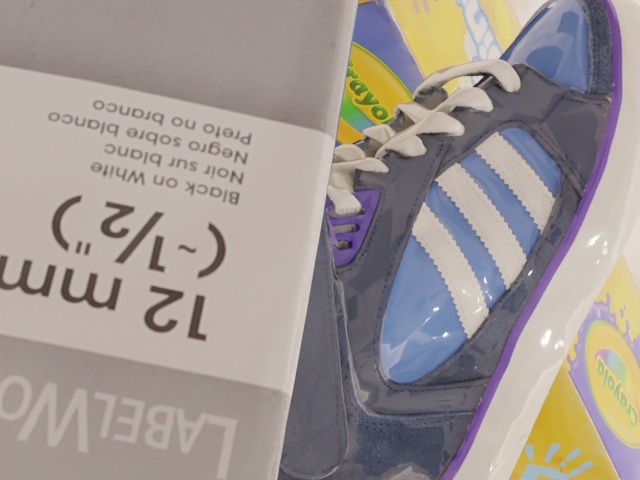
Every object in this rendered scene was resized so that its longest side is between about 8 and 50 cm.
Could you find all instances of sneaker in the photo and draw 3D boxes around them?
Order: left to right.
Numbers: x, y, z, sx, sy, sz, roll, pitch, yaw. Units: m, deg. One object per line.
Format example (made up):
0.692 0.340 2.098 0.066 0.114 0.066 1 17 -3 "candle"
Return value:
0.013 -0.028 0.779 0.236 0.130 0.322 29 74 -19 "sneaker"

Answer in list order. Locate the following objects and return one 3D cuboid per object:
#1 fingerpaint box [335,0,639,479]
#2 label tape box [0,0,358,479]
0.000 0.000 1.190 0.371 0.163 0.444 -10 126 31 "fingerpaint box"
-0.078 0.093 0.473 0.115 0.249 0.347 13 58 -2 "label tape box"
